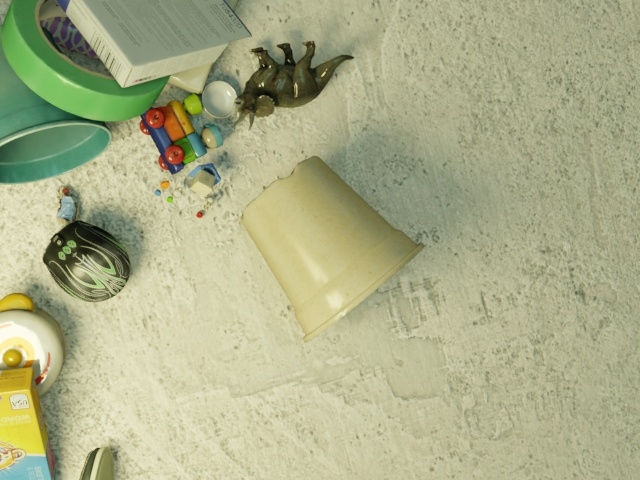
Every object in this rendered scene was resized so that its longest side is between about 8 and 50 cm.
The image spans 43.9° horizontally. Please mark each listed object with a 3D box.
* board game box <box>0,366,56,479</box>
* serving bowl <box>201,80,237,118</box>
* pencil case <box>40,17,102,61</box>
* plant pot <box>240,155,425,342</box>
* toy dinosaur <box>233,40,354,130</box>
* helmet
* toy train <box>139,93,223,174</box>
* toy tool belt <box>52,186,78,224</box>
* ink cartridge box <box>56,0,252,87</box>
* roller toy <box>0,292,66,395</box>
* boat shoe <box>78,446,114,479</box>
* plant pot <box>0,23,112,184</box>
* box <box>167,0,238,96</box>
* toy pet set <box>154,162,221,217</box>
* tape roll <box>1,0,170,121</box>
[{"bbox_3d":[-0.677,0.399,1.593,0.242,0.064,0.317,-6,127,-11],"label":"board game box"},{"bbox_3d":[-0.230,-0.315,1.788,0.083,0.027,0.083,-1,93,-26],"label":"serving bowl"},{"bbox_3d":[-0.518,-0.448,1.700,0.206,0.086,0.088,22,47,-13],"label":"pencil case"},{"bbox_3d":[0.000,0.000,1.723,0.334,0.334,0.305,-39,88,-10],"label":"plant pot"},{"bbox_3d":[-0.076,-0.362,1.799,0.313,0.121,0.160,-17,111,-23],"label":"toy dinosaur"},{"bbox_3d":[-0.485,0.051,1.679,0.161,0.169,0.169,38,82,6],"label":"helmet"},{"bbox_3d":[-0.325,-0.283,1.739,0.143,0.105,0.248,-30,97,-21],"label":"toy train"},{"bbox_3d":[-0.548,-0.075,1.710,0.052,0.051,0.083,-1,91,-13],"label":"toy tool belt"},{"bbox_3d":[-0.353,-0.477,1.597,0.330,0.071,0.324,-28,76,-46],"label":"ink cartridge box"},{"bbox_3d":[-0.627,0.232,1.647,0.191,0.146,0.209,40,82,-11],"label":"roller toy"},{"bbox_3d":[-0.523,0.605,1.694,0.113,0.127,0.340,7,92,10],"label":"boat shoe"},{"bbox_3d":[-0.593,-0.284,1.600,0.271,0.271,0.255,-20,81,-12],"label":"plant pot"},{"bbox_3d":[-0.263,-0.468,1.748,0.113,0.094,0.275,23,86,-12],"label":"box"},{"bbox_3d":[-0.282,-0.125,1.756,0.122,0.114,0.065,30,47,-25],"label":"toy pet set"},{"bbox_3d":[-0.450,-0.381,1.558,0.321,0.077,0.321,23,45,-25],"label":"tape roll"}]
